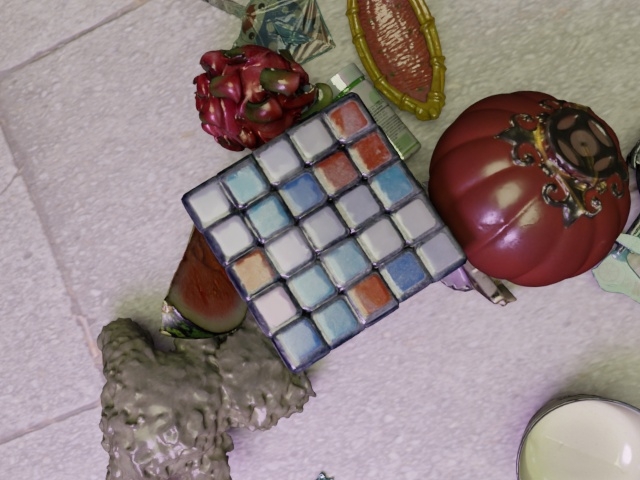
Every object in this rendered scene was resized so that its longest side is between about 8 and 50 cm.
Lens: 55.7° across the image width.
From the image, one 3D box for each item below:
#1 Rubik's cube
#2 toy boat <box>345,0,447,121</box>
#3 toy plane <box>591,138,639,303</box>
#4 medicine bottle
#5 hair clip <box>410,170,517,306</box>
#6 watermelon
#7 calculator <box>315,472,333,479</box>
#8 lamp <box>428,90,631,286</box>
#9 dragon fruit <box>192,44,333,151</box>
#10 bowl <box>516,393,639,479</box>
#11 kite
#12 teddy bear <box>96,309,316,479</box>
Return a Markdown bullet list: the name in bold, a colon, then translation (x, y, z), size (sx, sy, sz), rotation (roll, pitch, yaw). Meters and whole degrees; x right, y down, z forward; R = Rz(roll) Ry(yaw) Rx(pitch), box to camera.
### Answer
- **Rubik's cube**: translation (0.000, 0.000, 0.929), size (0.292, 0.293, 0.286), rotation (-33, 86, -4)
- **toy boat**: translation (0.126, -0.343, 1.020), size (0.141, 0.099, 0.317), rotation (-23, 91, 13)
- **toy plane**: translation (0.544, -0.086, 0.943), size (0.155, 0.106, 0.381), rotation (35, 101, 18)
- **medicine bottle**: translation (0.083, -0.202, 1.027), size (0.086, 0.086, 0.183), rotation (-40, 91, 9)
- **hair clip**: translation (0.218, 0.001, 1.029), size (0.106, 0.084, 0.292), rotation (-39, 80, 12)
- **watermelon**: translation (-0.218, 0.080, 1.037), size (0.128, 0.303, 0.159), rotation (-27, 119, 19)
- **calculator**: translation (-0.015, 0.494, 1.112), size (0.094, 0.019, 0.141), rotation (33, 95, 6)
- **lamp**: translation (0.310, -0.081, 0.909), size (0.303, 0.257, 0.303), rotation (8, 63, -16)
- **dragon fruit**: translation (-0.103, -0.222, 0.984), size (0.198, 0.273, 0.218), rotation (-36, 112, 1)
- **bowl**: translation (0.429, 0.352, 0.977), size (0.238, 0.126, 0.237), rotation (0, 92, 9)
- **kite**: translation (-0.119, -0.402, 1.101), size (0.314, 0.011, 0.335), rotation (23, 95, 8)
- **teddy bear**: translation (-0.198, 0.280, 1.056), size (0.368, 0.224, 0.357), rotation (-7, 71, -14)
